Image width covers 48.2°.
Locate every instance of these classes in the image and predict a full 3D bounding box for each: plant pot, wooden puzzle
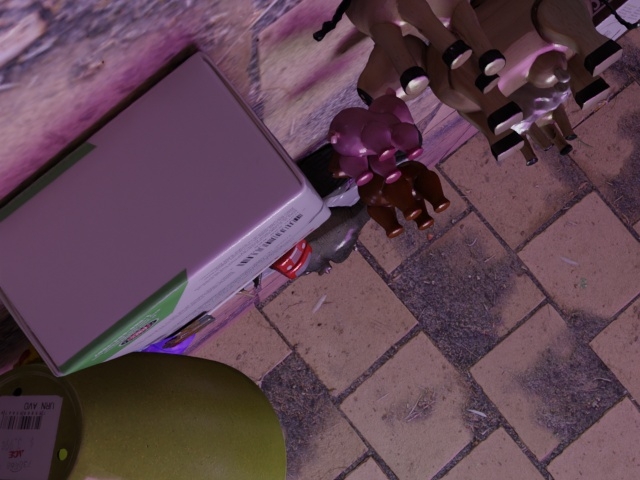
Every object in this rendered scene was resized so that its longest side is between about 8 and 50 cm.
[{"bbox_3d":[-0.217,0.226,0.746,0.275,0.275,0.293,-39,150,2],"label":"plant pot"},{"bbox_3d":[-0.125,0.087,0.687,0.049,0.006,0.083,-34,175,-6],"label":"wooden puzzle"}]

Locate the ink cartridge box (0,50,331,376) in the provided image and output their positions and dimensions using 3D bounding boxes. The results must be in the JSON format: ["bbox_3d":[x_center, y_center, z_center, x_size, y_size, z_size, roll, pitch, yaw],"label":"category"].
[{"bbox_3d":[-0.113,-0.012,0.605,0.211,0.121,0.289,-38,176,2],"label":"ink cartridge box"}]

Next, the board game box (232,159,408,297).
[{"bbox_3d":[-0.011,-0.049,1.519,0.390,0.050,0.390,-42,174,33],"label":"board game box"}]

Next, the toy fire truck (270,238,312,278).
[{"bbox_3d":[-0.079,-0.003,0.844,0.047,0.192,0.135,-57,149,-7],"label":"toy fire truck"}]

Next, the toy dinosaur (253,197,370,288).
[{"bbox_3d":[0.000,0.000,1.036,0.313,0.121,0.160,-16,-176,22],"label":"toy dinosaur"}]

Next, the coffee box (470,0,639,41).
[{"bbox_3d":[0.280,-0.273,0.905,0.098,0.141,0.246,-5,152,-50],"label":"coffee box"}]

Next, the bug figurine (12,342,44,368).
[{"bbox_3d":[-0.246,0.085,0.834,0.279,0.072,0.216,-32,167,-21],"label":"bug figurine"}]

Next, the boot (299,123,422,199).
[{"bbox_3d":[0.034,-0.114,1.146,0.246,0.083,0.161,-28,176,-25],"label":"boot"}]

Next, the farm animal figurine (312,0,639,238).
[{"bbox_3d":[0.122,-0.167,0.661,0.327,0.172,0.330,-25,159,-12],"label":"farm animal figurine"}]

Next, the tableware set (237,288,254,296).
[{"bbox_3d":[-0.181,0.068,1.029,0.169,0.020,0.141,-4,170,16],"label":"tableware set"}]

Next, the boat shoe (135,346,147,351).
[{"bbox_3d":[-0.294,0.142,1.045,0.183,0.066,0.066,-38,174,-11],"label":"boat shoe"}]

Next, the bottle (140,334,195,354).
[{"bbox_3d":[-0.287,0.175,1.260,0.118,0.092,0.283,-36,175,-40],"label":"bottle"}]
